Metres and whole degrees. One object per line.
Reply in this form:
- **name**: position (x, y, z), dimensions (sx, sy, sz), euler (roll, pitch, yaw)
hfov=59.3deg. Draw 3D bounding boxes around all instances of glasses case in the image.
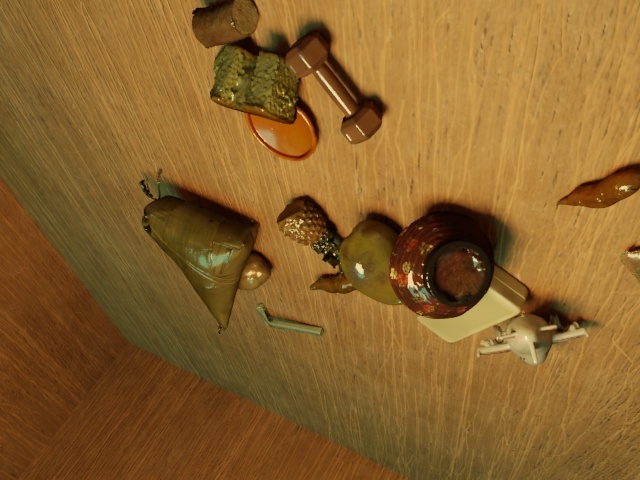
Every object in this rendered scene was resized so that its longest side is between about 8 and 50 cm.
- **glasses case**: position (0.376, 0.166, 1.431), dimensions (0.131, 0.070, 0.313), euler (36, 148, -3)

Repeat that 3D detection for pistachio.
- **pistachio**: position (-0.255, 0.101, 1.870), dimensions (0.226, 0.136, 0.136), euler (0, 136, 48)

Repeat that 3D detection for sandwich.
- **sandwich**: position (-0.163, -0.328, 1.175), dimensions (0.235, 0.122, 0.128), euler (18, -177, 26)

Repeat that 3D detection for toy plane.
- **toy plane**: position (0.490, 0.233, 1.315), dimensions (0.252, 0.118, 0.252), euler (-9, 163, -3)

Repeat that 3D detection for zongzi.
- **zongzi**: position (-0.433, 0.043, 1.758), dimensions (0.447, 0.181, 0.418), euler (24, 120, 14)

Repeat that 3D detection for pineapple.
- **pineapple**: position (0.000, 0.000, 1.508), dimensions (0.251, 0.125, 0.125), euler (42, 148, -24)

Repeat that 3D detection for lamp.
- **lamp**: position (0.266, 0.054, 1.244), dimensions (0.247, 0.247, 0.247), euler (23, 147, 16)

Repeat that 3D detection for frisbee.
- **frisbee**: position (-0.087, -0.265, 1.292), dimensions (0.192, 0.035, 0.192), euler (24, 146, 17)

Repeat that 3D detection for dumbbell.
- **dumbbell**: position (0.029, -0.297, 1.101), dimensions (0.231, 0.082, 0.092), euler (47, 145, -21)

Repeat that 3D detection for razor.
- **razor**: position (-0.116, 0.315, 2.093), dimensions (0.278, 0.056, 0.111), euler (12, 141, 31)

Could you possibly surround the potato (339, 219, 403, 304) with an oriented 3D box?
- **potato**: position (0.151, 0.066, 1.396), dimensions (0.251, 0.174, 0.159), euler (45, 167, -22)

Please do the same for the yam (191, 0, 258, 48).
- **yam**: position (-0.191, -0.432, 1.117), dimensions (0.127, 0.084, 0.084), euler (7, 140, 40)

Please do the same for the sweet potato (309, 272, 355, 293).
- **sweet potato**: position (0.078, 0.127, 1.658), dimensions (0.274, 0.067, 0.067), euler (-7, 131, 40)

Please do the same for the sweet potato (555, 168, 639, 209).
- **sweet potato**: position (0.496, -0.083, 1.006), dimensions (0.056, 0.056, 0.195), euler (42, 153, -14)

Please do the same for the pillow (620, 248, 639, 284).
- **pillow**: position (0.678, 0.046, 1.033), dimensions (0.135, 0.034, 0.211), euler (47, 144, -18)
